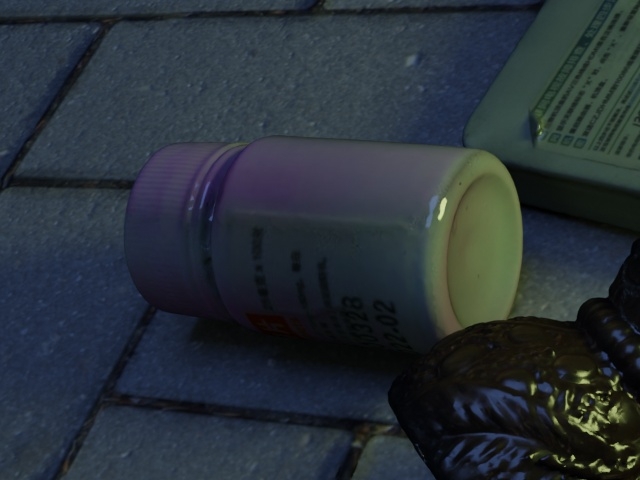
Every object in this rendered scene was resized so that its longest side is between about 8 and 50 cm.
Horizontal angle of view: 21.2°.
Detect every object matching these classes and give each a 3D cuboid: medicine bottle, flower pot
[{"bbox_3d":[0.000,0.000,1.811,0.388,0.219,0.219,5,49,30],"label":"medicine bottle"},{"bbox_3d":[0.236,0.150,1.469,0.267,0.266,0.266,-37,40,5],"label":"flower pot"}]

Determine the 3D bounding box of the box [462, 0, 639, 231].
[{"bbox_3d":[0.394,-0.190,1.861,0.396,0.111,0.396,17,64,43],"label":"box"}]
